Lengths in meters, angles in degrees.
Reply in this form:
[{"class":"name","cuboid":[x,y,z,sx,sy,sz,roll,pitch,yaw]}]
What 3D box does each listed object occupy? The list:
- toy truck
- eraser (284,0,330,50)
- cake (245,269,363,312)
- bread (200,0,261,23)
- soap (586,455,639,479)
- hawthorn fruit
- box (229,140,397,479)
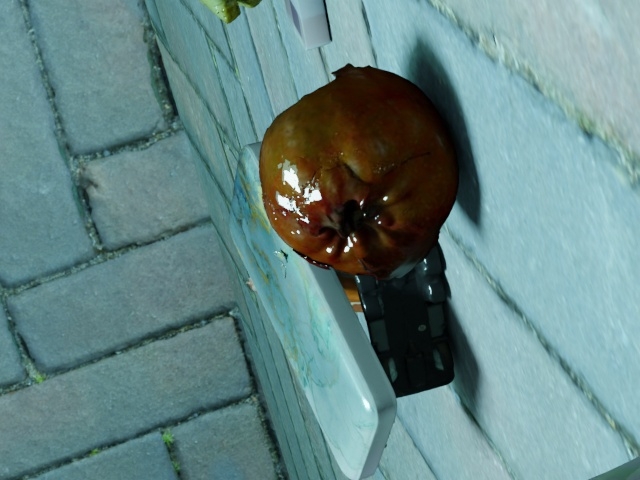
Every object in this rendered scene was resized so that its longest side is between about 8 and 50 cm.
[{"class":"toy truck","cuboid":[0.060,0.036,1.423,0.088,0.074,0.201,-111,7,-52]},{"class":"eraser","cuboid":[-0.018,-0.226,1.513,0.065,0.026,0.105,-113,8,-48]},{"class":"cake","cuboid":[-0.001,0.006,1.566,0.287,0.135,0.098,100,178,-73]},{"class":"bread","cuboid":[-0.077,-0.273,1.516,0.064,0.117,0.156,22,149,31]},{"class":"soap","cuboid":[0.151,0.237,0.862,0.138,0.182,0.199,-144,36,-74]},{"class":"hawthorn fruit","cuboid":[0.027,-0.059,1.217,0.172,0.148,0.148,-88,-12,-52]},{"class":"box","cuboid":[-0.010,0.059,1.458,0.142,0.044,0.285,101,147,-57]}]
